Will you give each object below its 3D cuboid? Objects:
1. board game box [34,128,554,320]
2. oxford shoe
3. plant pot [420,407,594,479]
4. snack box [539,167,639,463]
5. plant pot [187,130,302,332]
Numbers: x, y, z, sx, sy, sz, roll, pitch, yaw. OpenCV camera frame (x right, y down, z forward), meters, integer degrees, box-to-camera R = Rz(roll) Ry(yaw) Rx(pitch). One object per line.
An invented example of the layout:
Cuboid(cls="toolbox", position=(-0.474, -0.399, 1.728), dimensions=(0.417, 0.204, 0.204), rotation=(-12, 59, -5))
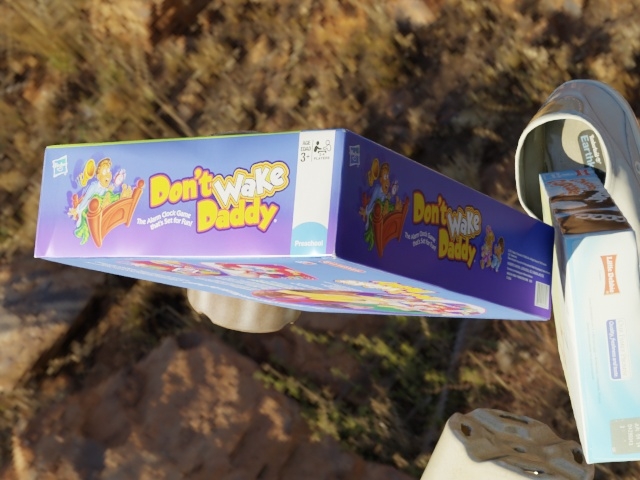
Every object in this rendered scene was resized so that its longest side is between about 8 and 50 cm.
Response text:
Cuboid(cls="board game box", position=(0.000, 0.000, 0.900), dimensions=(0.233, 0.347, 0.078), rotation=(0, 81, 31))
Cuboid(cls="oxford shoe", position=(0.326, 0.040, 1.372), dimensions=(0.169, 0.130, 0.449), rotation=(-19, 88, 41))
Cuboid(cls="plant pot", position=(0.251, 0.428, 1.811), dimensions=(0.334, 0.334, 0.305), rotation=(32, 113, 48))
Cuboid(cls="snack box", position=(0.241, 0.051, 1.098), dimensions=(0.060, 0.187, 0.322), rotation=(-7, 12, 8))
Cuboid(cls="plant pot", position=(-0.064, -0.005, 1.273), dimensions=(0.167, 0.167, 0.165), rotation=(48, 135, 49))
